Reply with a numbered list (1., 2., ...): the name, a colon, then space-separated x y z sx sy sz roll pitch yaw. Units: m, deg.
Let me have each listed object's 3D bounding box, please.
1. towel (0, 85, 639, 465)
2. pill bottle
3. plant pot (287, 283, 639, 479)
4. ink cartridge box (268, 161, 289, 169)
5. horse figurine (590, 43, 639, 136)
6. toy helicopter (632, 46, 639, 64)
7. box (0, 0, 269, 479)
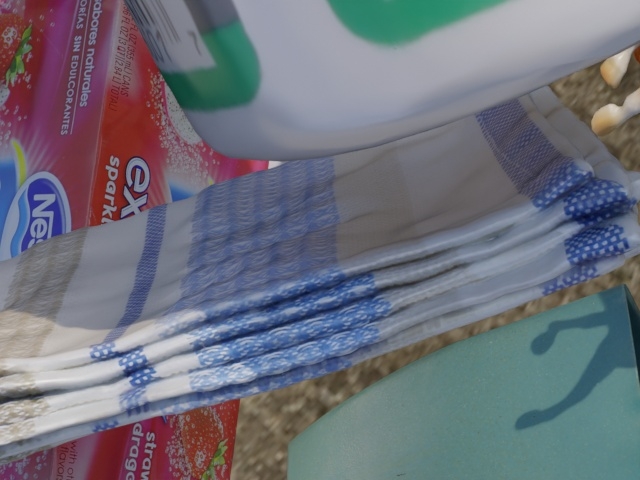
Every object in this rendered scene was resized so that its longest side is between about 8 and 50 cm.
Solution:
1. towel: -0.048 0.010 0.567 0.285 0.209 0.034 -18 104 4
2. pill bottle: -0.016 -0.217 0.412 0.204 0.204 0.361 -20 106 23
3. plant pot: 0.105 0.164 1.093 0.234 0.165 0.165 -16 136 18
4. ink cartridge box: 0.052 -0.151 1.230 0.066 0.189 0.232 47 116 14
5. horse figurine: 0.193 -0.161 0.859 0.174 0.263 0.066 -33 134 31
6. toy helicopter: 0.284 -0.102 1.214 0.235 0.140 0.355 6 92 53
7. box: -0.112 0.013 0.809 0.123 0.128 0.257 -1 76 33
